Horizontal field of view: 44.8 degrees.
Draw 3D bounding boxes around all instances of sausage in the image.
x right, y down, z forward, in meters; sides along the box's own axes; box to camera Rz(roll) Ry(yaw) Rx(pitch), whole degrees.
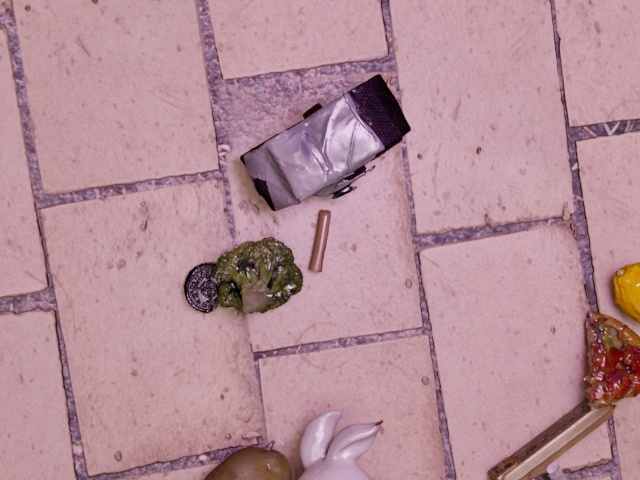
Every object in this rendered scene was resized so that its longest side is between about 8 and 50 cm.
[{"bbox_3d":[0.000,0.000,1.428,0.026,0.026,0.116,10,89,-8],"label":"sausage"}]

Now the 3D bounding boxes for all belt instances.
[{"bbox_3d":[0.016,-0.156,1.353,0.289,0.184,0.164,-30,99,-1],"label":"belt"}]

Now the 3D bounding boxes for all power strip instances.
[{"bbox_3d":[0.431,0.388,1.469,0.305,0.064,0.044,-35,92,-6],"label":"power strip"}]

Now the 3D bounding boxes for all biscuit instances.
[{"bbox_3d":[-0.204,0.084,1.401,0.089,0.027,0.087,-32,94,-6],"label":"biscuit"}]

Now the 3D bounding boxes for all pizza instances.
[{"bbox_3d":[0.566,0.245,1.458,0.201,0.053,0.193,37,60,-8],"label":"pizza"}]

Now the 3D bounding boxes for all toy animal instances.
[{"bbox_3d":[0.067,0.468,1.337,0.310,0.183,0.247,45,54,-14],"label":"toy animal"}]

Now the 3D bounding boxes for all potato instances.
[{"bbox_3d":[-0.132,0.464,1.340,0.175,0.159,0.251,16,66,14],"label":"potato"}]

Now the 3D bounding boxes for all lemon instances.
[{"bbox_3d":[0.621,0.101,1.468,0.155,0.114,0.114,33,86,-4],"label":"lemon"}]

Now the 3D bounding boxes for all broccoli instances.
[{"bbox_3d":[-0.112,0.070,1.363,0.162,0.138,0.145,-20,117,14],"label":"broccoli"}]

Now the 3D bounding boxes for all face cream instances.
[{"bbox_3d":[0.449,0.449,1.467,0.038,0.020,0.115,-42,138,-7],"label":"face cream"}]
